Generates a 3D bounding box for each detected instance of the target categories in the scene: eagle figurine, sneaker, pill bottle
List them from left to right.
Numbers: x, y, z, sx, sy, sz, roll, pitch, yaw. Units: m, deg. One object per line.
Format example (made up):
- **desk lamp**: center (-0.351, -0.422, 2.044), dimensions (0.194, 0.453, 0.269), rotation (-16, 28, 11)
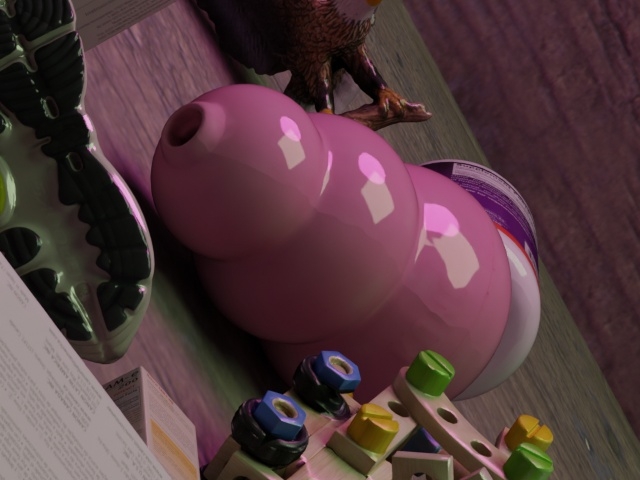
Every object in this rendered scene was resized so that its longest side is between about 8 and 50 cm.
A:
- **sneaker**: center (-0.173, -0.053, 1.149), dimensions (0.110, 0.107, 0.275), rotation (93, -22, -75)
- **eagle figurine**: center (-0.002, -0.236, 1.864), dimensions (0.226, 0.225, 0.298), rotation (-13, 83, -66)
- **pill bottle**: center (0.124, 0.026, 1.935), dimensions (0.181, 0.181, 0.323), rotation (60, 12, -11)

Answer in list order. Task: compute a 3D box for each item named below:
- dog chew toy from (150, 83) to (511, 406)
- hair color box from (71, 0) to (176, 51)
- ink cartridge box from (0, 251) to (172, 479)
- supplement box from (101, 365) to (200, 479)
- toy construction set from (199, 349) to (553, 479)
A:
- **dog chew toy**: center (0.000, 0.000, 1.469), dimensions (0.332, 0.206, 0.207), rotation (40, 24, -42)
- **hair color box**: center (-0.192, -0.252, 1.246), dimensions (0.347, 0.174, 0.105), rotation (39, 26, -63)
- **ink cartridge box**: center (-0.166, 0.126, 0.892), dimensions (0.189, 0.066, 0.232), rotation (57, 34, -26)
- **supplement box**: center (-0.099, 0.130, 1.136), dimensions (0.062, 0.036, 0.098), rotation (54, 15, -35)
- **toy construction set**: center (0.048, 0.165, 1.246), dimensions (0.215, 0.151, 0.327), rotation (37, 8, 10)
